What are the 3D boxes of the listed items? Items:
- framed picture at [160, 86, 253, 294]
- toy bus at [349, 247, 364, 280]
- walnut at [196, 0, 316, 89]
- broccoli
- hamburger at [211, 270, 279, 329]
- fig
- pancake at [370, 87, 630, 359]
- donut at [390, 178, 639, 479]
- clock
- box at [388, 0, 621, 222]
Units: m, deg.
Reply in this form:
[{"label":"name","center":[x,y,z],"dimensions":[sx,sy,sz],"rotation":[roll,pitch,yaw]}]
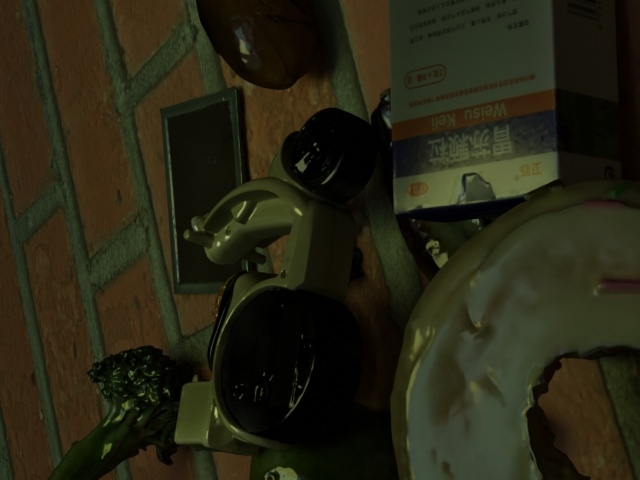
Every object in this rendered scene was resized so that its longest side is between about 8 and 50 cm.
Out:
[{"label":"framed picture","center":[-0.168,-0.066,1.745],"dimensions":[0.231,0.018,0.293],"rotation":[-4,91,55]},{"label":"toy bus","center":[0.000,0.000,1.479],"dimensions":[0.075,0.060,0.123],"rotation":[-36,67,54]},{"label":"walnut","center":[-0.084,-0.286,1.502],"dimensions":[0.245,0.137,0.137],"rotation":[59,137,34]},{"label":"broccoli","center":[-0.299,0.293,1.796],"dimensions":[0.177,0.198,0.275],"rotation":[28,84,29]},{"label":"hamburger","center":[-0.059,0.131,1.510],"dimensions":[0.210,0.116,0.173],"rotation":[33,136,48]},{"label":"fig","center":[0.023,0.335,1.401],"dimensions":[0.206,0.206,0.275],"rotation":[17,121,53]},{"label":"pancake","center":[0.190,-0.051,1.201],"dimensions":[0.305,0.067,0.427],"rotation":[-53,50,41]},{"label":"donut","center":[0.225,0.116,0.985],"dimensions":[0.371,0.150,0.307],"rotation":[-40,69,15]},{"label":"clock","center":[-0.056,0.050,1.344],"dimensions":[0.276,0.120,0.379],"rotation":[-15,61,46]},{"label":"box","center":[0.170,-0.176,1.123],"dimensions":[0.200,0.106,0.299],"rotation":[-7,81,47]}]
